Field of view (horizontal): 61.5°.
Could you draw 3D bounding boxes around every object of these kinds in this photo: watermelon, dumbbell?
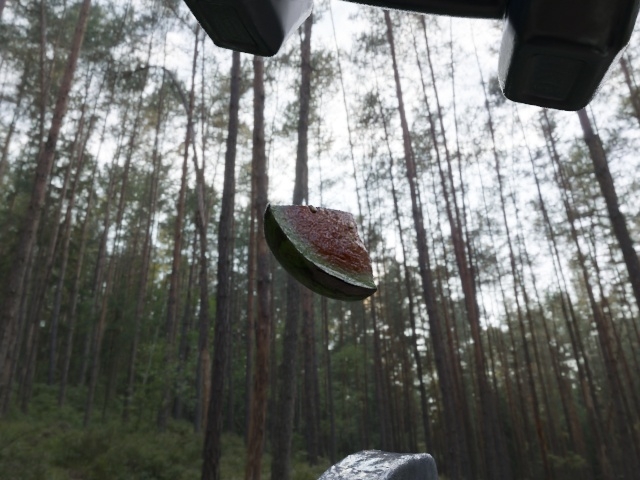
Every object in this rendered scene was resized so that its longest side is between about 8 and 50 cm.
[{"bbox_3d":[0.000,0.000,0.570,0.135,0.094,0.125,45,-10,-24],"label":"watermelon"},{"bbox_3d":[0.057,-0.197,0.387,0.316,0.157,0.143,15,21,15],"label":"dumbbell"}]

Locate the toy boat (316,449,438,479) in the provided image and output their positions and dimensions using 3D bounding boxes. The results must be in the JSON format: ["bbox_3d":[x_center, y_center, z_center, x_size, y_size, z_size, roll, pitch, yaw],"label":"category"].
[{"bbox_3d":[-0.055,0.251,0.355,0.293,0.111,0.276,-24,6,12],"label":"toy boat"}]
